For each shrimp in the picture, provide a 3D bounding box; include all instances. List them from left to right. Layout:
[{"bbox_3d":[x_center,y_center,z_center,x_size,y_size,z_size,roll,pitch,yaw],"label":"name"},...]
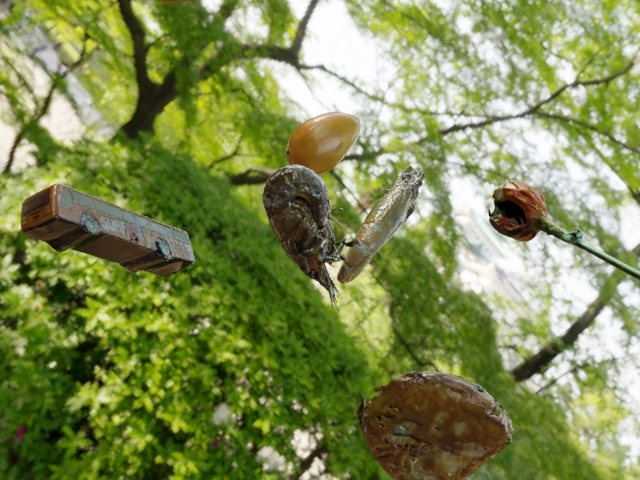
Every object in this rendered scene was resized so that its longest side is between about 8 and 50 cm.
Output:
[{"bbox_3d":[-0.006,0.000,1.599,0.343,0.145,0.116,67,-6,-28],"label":"shrimp"},{"bbox_3d":[0.132,-0.033,1.731,0.077,0.317,0.168,37,-20,6],"label":"shrimp"}]

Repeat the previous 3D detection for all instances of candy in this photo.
[{"bbox_3d":[0.213,0.000,0.671,0.184,0.049,0.056,36,-30,45],"label":"candy"}]

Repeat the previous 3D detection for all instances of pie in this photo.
[{"bbox_3d":[0.215,0.378,1.602,0.308,0.308,0.085,51,27,-21],"label":"pie"}]

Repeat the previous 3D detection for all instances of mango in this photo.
[{"bbox_3d":[0.009,-0.261,2.120,0.145,0.219,0.112,56,-4,-24],"label":"mango"}]

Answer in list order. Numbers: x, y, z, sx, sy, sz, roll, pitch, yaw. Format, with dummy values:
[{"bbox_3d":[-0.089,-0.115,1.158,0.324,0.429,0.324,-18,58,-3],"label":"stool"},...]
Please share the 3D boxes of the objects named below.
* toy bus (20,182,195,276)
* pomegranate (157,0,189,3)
[{"bbox_3d":[-0.385,-0.008,1.511,0.409,0.093,0.092,27,44,-62],"label":"toy bus"},{"bbox_3d":[-0.267,-0.552,1.516,0.209,0.209,0.209,51,0,0],"label":"pomegranate"}]
